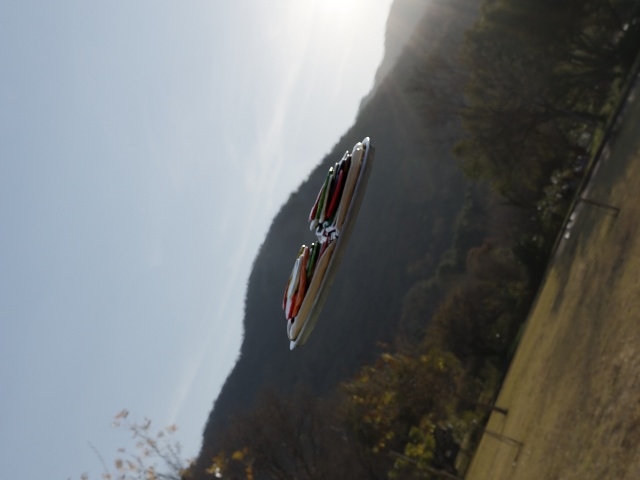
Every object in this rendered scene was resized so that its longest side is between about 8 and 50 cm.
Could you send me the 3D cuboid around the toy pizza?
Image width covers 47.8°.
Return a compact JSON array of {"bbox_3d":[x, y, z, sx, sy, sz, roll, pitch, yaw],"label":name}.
[{"bbox_3d":[0.000,0.000,0.650,0.201,0.032,0.201,-160,90,-87],"label":"toy pizza"}]
